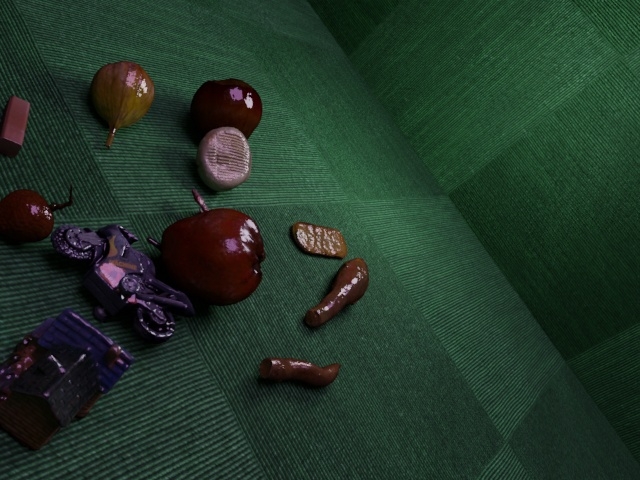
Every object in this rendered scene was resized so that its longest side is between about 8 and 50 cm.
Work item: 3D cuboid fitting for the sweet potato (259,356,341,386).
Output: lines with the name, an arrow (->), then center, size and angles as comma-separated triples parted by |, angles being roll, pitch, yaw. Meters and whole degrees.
sweet potato -> -0.034, 0.321, 1.344 | 0.281, 0.059, 0.067 | 22, 5, -44

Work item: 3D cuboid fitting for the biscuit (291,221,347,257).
biscuit -> 0.000, 0.000, 1.781 | 0.247, 0.029, 0.118 | 11, 54, -47

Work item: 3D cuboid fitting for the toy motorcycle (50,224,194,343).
toy motorcycle -> -0.391, 0.072, 1.120 | 0.307, 0.108, 0.173 | 48, 25, -7

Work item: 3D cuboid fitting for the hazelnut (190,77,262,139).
hazelnut -> -0.280, -0.382, 1.691 | 0.217, 0.217, 0.251 | 50, 6, 1

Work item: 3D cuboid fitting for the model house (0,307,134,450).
model house -> -0.407, 0.205, 0.881 | 0.166, 0.172, 0.183 | 44, 31, -11

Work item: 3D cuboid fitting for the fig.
fig -> -0.513, -0.338, 1.415 | 0.159, 0.159, 0.256 | 26, 55, -34

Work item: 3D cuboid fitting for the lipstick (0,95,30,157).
lipstick -> -0.657, -0.245, 1.187 | 0.045, 0.045, 0.145 | 25, 37, -39

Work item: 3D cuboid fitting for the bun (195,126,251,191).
bun -> -0.274, -0.229, 1.573 | 0.164, 0.111, 0.188 | 1, 83, -27

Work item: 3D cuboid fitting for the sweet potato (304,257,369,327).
sweet potato -> 0.071, 0.148, 1.636 | 0.109, 0.109, 0.385 | 47, 31, -3

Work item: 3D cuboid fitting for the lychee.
lychee -> -0.539, -0.046, 1.045 | 0.140, 0.114, 0.101 | 3, 78, -16

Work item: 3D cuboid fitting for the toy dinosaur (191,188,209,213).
toy dinosaur -> -0.247, -0.014, 1.400 | 0.242, 0.053, 0.167 | 54, -6, 43

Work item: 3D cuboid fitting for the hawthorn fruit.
hawthorn fruit -> -0.257, 0.033, 1.246 | 0.261, 0.224, 0.224 | 9, 38, -1
